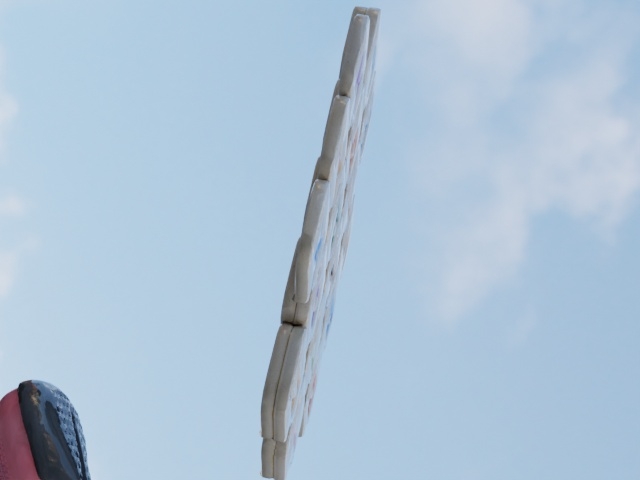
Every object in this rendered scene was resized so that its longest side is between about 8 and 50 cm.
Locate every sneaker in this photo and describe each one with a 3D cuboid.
[{"bbox_3d":[-0.201,0.219,0.921,0.116,0.136,0.313,-113,-154,-50],"label":"sneaker"}]

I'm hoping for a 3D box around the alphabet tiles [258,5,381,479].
[{"bbox_3d":[0.000,0.000,0.983,0.278,0.021,0.284,92,10,-63],"label":"alphabet tiles"}]
